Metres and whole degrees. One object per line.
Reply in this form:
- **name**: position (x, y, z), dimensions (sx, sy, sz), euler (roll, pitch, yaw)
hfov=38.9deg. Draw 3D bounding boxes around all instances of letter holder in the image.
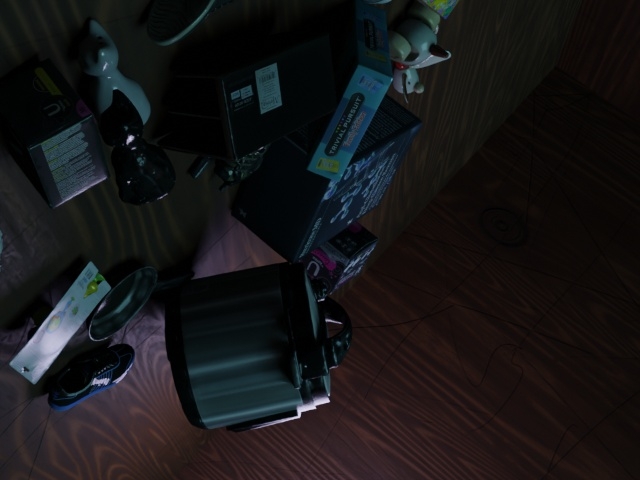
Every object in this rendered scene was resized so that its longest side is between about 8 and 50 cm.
- **letter holder**: position (-0.147, -0.276, 1.662), dimensions (0.302, 0.214, 0.152), euler (-34, 125, -44)

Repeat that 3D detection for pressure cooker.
- **pressure cooker**: position (-0.132, 0.241, 2.154), dimensions (0.420, 0.370, 0.375), euler (-12, 149, 0)

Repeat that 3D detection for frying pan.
- **frying pan**: position (-0.386, 0.094, 1.956), dimensions (0.326, 0.053, 0.197), euler (-41, 162, -38)

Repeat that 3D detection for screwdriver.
- **screwdriver**: position (-0.215, -0.199, 1.844), dimensions (0.025, 0.024, 0.170), euler (29, 93, -45)

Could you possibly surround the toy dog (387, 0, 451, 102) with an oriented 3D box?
- **toy dog**: position (0.259, -0.462, 2.311), dimensions (0.220, 0.161, 0.333), euler (-53, 164, 9)

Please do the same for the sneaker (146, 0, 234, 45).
- **sneaker**: position (-0.175, -0.379, 1.418), dimensions (0.222, 0.083, 0.118), euler (-52, 165, -3)

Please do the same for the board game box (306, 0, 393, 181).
- **board game box**: position (0.055, -0.321, 1.894), dimensions (0.336, 0.079, 0.254), euler (-89, -158, -54)

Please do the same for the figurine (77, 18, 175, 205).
- **figurine**: position (-0.294, -0.191, 1.330), dimensions (0.092, 0.215, 0.209), euler (-19, 157, -8)

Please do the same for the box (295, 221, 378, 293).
- **box**: position (0.000, 0.000, 2.463), dimensions (0.163, 0.247, 0.142), euler (-32, 154, -49)

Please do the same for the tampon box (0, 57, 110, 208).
- **tampon box**: position (-0.378, -0.147, 1.271), dimensions (0.101, 0.120, 0.161), euler (-33, 159, -20)

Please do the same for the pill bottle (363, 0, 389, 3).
- **pill bottle**: position (0.099, -0.532, 1.801), dimensions (0.108, 0.108, 0.180), euler (-54, 164, 11)

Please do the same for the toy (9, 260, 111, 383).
- **toy**: position (-0.507, 0.149, 1.730), dimensions (0.237, 0.056, 0.137), euler (-52, 162, -18)

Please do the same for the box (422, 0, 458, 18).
- **box**: position (0.171, -0.591, 1.551), dimensions (0.290, 0.279, 0.177), euler (-55, 164, 15)

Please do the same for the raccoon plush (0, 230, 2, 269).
- **raccoon plush**: position (-0.648, 0.130, 1.205), dimensions (0.299, 0.216, 0.447), euler (43, 56, -61)

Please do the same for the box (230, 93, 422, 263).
- **box**: position (0.017, -0.178, 2.181), dimensions (0.395, 0.212, 0.294), euler (-34, 158, -45)

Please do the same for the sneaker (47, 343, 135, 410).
- **sneaker**: position (-0.502, 0.292, 2.019), dimensions (0.232, 0.081, 0.090), euler (-37, 166, -39)

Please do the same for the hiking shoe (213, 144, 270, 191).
- **hiking shoe**: position (-0.165, -0.175, 1.868), dimensions (0.114, 0.086, 0.227), euler (-54, 171, -23)
